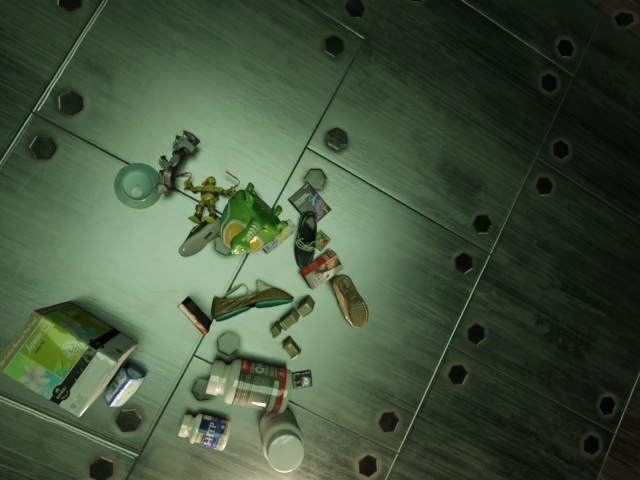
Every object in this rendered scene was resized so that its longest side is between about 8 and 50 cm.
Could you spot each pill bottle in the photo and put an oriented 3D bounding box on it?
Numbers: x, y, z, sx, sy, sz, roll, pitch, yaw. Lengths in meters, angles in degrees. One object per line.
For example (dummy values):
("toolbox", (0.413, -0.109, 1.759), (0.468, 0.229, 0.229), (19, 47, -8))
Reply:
("pill bottle", (-0.461, 0.754, 1.802), (0.186, 0.112, 0.112), (18, 85, -10))
("pill bottle", (-0.152, 0.774, 1.775), (0.160, 0.283, 0.161), (0, 88, -11))
("pill bottle", (-0.285, 0.573, 1.810), (0.318, 0.176, 0.176), (15, 85, -11))

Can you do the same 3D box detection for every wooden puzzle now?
("wooden puzzle", (0.000, 0.000, 1.971), (0.116, 0.014, 0.079), (35, 82, -8))

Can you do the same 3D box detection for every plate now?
("plate", (-0.733, -0.221, 1.827), (0.188, 0.024, 0.188), (1, 87, -12))

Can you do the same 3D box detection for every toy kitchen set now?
("toy kitchen set", (-0.081, 0.366, 1.909), (0.207, 0.122, 0.166), (-37, 96, 10))

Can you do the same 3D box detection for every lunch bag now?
("lunch bag", (-0.750, 0.556, 1.730), (0.096, 0.151, 0.129), (36, 82, -8))

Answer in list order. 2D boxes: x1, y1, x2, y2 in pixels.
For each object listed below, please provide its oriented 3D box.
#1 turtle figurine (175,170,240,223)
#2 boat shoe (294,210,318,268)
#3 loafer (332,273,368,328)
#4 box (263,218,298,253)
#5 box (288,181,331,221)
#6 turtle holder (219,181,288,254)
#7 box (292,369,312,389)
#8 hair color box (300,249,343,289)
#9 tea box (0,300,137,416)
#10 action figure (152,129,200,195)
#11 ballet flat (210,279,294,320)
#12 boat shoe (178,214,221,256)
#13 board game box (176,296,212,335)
("turtle figurine", (-0.470, -0.178, 1.843), (0.269, 0.087, 0.218), (7, 69, 1))
("boat shoe", (-0.055, 0.002, 1.912), (0.095, 0.079, 0.255), (11, 97, -9))
("loafer", (0.127, 0.253, 1.952), (0.101, 0.092, 0.269), (-25, 109, -10))
("box", (-0.178, -0.017, 1.916), (0.169, 0.054, 0.059), (-40, 95, -9))
("box", (-0.046, -0.156, 1.960), (0.116, 0.029, 0.162), (-43, 95, -10))
("turtle holder", (-0.271, -0.051, 1.778), (0.227, 0.320, 0.243), (-44, 137, 12))
("box", (-0.078, 0.592, 1.931), (0.083, 0.018, 0.067), (-5, 88, -12))
("hair color box", (0.007, 0.124, 1.928), (0.167, 0.053, 0.093), (-35, 130, -11))
("tea box", (-0.883, 0.403, 1.619), (0.323, 0.329, 0.220), (34, 82, -9))
("action figure", (-0.586, -0.295, 1.788), (0.099, 0.185, 0.285), (30, 66, -18))
("ballet flat", (-0.285, 0.234, 1.871), (0.342, 0.116, 0.124), (-14, 71, -8))
("boat shoe", (-0.492, -0.022, 1.848), (0.219, 0.078, 0.070), (-42, 55, -15))
("board game box", (-0.475, 0.282, 1.729), (0.027, 0.281, 0.145), (-43, 96, -10))
